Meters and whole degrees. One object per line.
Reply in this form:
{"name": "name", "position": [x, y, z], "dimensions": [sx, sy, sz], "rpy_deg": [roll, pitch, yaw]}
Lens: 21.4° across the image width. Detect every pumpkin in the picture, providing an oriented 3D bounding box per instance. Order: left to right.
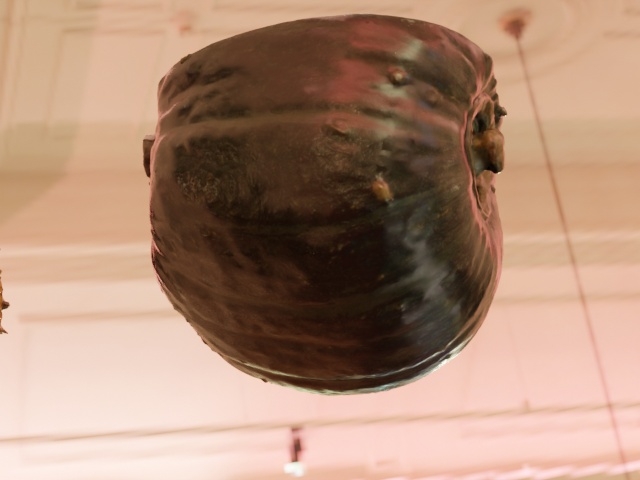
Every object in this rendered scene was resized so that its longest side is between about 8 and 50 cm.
{"name": "pumpkin", "position": [0.000, 0.000, 1.186], "dimensions": [0.263, 0.197, 0.293], "rpy_deg": [-2, -28, 9]}

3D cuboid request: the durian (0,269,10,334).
{"name": "durian", "position": [-0.416, 0.104, 1.647], "dimensions": [0.191, 0.341, 0.112], "rpy_deg": [24, -36, -26]}
